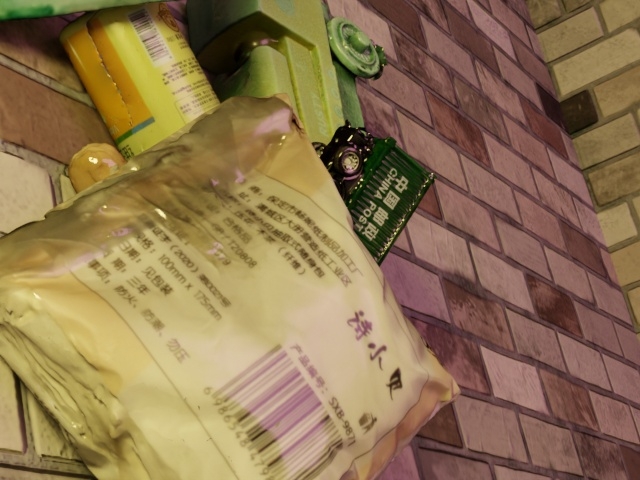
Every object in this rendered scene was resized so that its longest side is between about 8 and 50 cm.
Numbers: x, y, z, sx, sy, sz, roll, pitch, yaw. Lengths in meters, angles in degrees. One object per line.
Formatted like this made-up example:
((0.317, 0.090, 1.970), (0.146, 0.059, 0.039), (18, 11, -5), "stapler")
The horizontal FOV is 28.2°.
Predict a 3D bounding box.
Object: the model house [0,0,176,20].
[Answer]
((-0.252, -0.370, 1.245), (0.249, 0.280, 0.230), (-123, -152, -56), "model house")

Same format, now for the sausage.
((-0.147, 0.033, 1.253), (0.301, 0.066, 0.066), (58, 26, -15), "sausage")

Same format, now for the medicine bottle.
((-0.164, -0.132, 1.304), (0.239, 0.124, 0.124), (63, 25, -5), "medicine bottle")

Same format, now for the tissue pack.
((-0.076, 0.084, 1.132), (0.390, 0.195, 0.375), (-35, 95, -39), "tissue pack")

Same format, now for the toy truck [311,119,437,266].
((0.000, 0.000, 1.375), (0.121, 0.088, 0.259), (39, 78, -29), "toy truck")

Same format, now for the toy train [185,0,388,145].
((-0.031, -0.151, 1.551), (0.253, 0.160, 0.397), (23, 47, -45), "toy train")
